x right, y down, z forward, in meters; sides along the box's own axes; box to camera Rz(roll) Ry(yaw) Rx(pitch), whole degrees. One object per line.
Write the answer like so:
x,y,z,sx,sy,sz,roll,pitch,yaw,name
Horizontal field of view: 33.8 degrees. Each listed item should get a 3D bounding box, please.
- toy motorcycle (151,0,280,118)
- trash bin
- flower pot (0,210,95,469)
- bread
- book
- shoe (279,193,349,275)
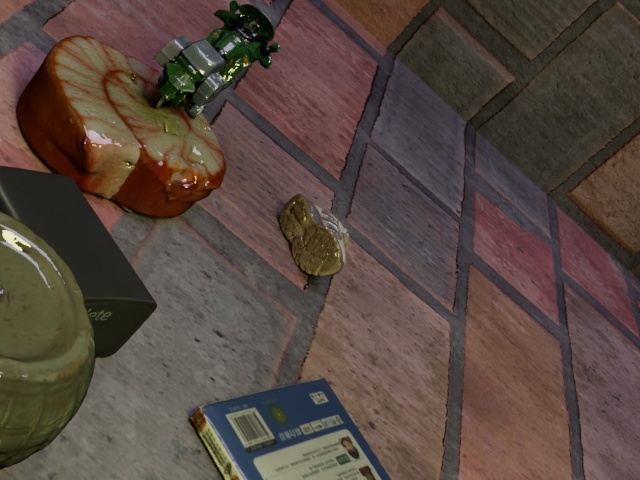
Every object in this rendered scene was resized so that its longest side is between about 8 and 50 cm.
-0.164,-0.284,1.650,0.125,0.187,0.274,45,23,-3,toy motorcycle
-0.333,0.024,1.297,0.165,0.115,0.225,6,45,-54,trash bin
-0.378,0.095,1.009,0.302,0.213,0.301,36,27,-22,flower pot
-0.301,-0.177,1.629,0.328,0.114,0.295,18,35,-43,bread
0.030,0.383,1.407,0.300,0.039,0.428,-1,52,-57,book
0.000,0.000,1.864,0.092,0.089,0.180,19,29,-47,shoe
